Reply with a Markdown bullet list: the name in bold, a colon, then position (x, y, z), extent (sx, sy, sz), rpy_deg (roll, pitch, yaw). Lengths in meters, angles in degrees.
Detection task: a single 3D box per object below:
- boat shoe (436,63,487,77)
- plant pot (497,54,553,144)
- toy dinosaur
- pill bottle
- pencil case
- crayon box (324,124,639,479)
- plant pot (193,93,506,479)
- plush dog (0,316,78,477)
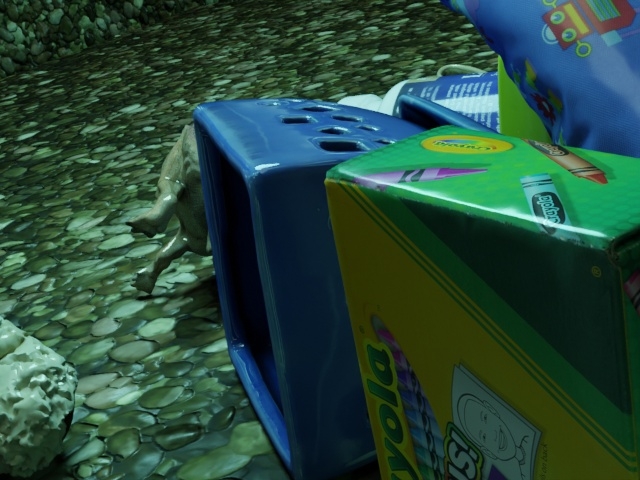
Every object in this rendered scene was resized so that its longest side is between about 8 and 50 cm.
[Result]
- **boat shoe**: position (0.229, -0.163, 1.318), extent (0.109, 0.098, 0.302), rpy_deg (-18, 21, -15)
- **plant pot**: position (0.298, -0.063, 0.859), extent (0.228, 0.227, 0.207), rpy_deg (-22, 29, -25)
- **toy dinosaur**: position (-0.110, -0.058, 1.073), extent (0.127, 0.295, 0.200), rpy_deg (14, 65, 2)
- **pill bottle**: position (0.149, -0.100, 1.124), extent (0.265, 0.153, 0.153), rpy_deg (0, 24, 28)
- **pencil case**: position (0.180, -0.115, 0.707), extent (0.119, 0.133, 0.306), rpy_deg (-26, 62, -1)
- **crayon box**: position (0.101, 0.099, 0.455), extent (0.081, 0.278, 0.165), rpy_deg (-23, 23, -28)
- **plant pot**: position (0.038, 0.011, 0.799), extent (0.212, 0.235, 0.236), rpy_deg (-11, 20, -12)
- **plush dog**: position (-0.352, 0.129, 0.808), extent (0.262, 0.210, 0.225), rpy_deg (8, 55, 46)
